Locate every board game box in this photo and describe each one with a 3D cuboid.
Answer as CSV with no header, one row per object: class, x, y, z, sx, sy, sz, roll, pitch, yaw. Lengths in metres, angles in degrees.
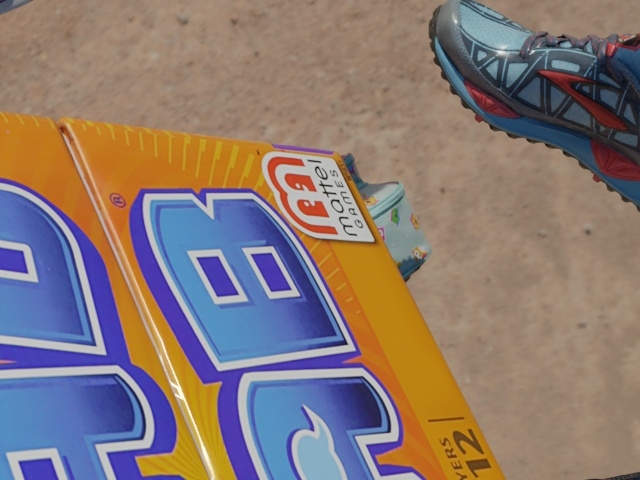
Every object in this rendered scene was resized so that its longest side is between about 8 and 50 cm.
board game box,-0.146,0.191,0.591,0.356,0.356,0.356,3,52,-46

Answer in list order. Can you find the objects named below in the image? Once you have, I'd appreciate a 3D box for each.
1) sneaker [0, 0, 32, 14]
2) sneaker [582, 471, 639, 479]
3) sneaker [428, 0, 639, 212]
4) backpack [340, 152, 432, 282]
sneaker,-0.284,-0.309,1.207,0.114,0.152,0.305,42,52,-37
sneaker,0.184,0.254,1.112,0.299,0.112,0.121,-15,56,-19
sneaker,0.211,-0.129,1.019,0.262,0.125,0.104,28,46,-4
backpack,0.000,0.000,1.241,0.166,0.188,0.144,-29,110,-37
